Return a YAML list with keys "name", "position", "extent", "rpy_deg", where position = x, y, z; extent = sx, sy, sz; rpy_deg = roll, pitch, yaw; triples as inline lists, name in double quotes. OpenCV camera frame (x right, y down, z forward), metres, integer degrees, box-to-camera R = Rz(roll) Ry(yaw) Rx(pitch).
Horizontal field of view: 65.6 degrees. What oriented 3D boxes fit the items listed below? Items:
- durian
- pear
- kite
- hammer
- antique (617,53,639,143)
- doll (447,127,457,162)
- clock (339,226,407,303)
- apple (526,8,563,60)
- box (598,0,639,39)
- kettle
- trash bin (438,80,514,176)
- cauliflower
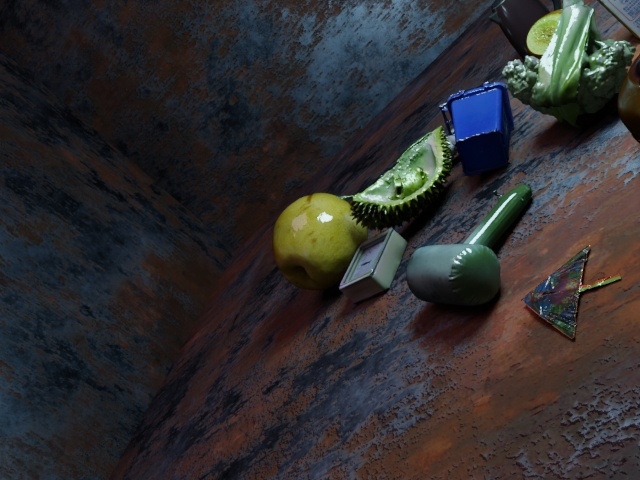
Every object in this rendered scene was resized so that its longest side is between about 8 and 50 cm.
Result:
- name: "durian"
  position: [0.239, -0.147, 1.406]
  extent: [0.355, 0.170, 0.157]
  rpy_deg: [-36, -12, 0]
- name: "pear"
  position: [0.000, 0.000, 1.551]
  extent: [0.314, 0.314, 0.314]
  rpy_deg: [-44, 15, 14]
- name: "kite"
  position: [0.384, 0.079, 0.770]
  extent: [0.159, 0.010, 0.190]
  rpy_deg: [-26, 27, 52]
- name: "hammer"
  position: [0.325, -0.008, 1.003]
  extent: [0.335, 0.119, 0.206]
  rpy_deg: [-46, 15, -19]
- name: "antique"
  position: [0.597, -0.254, 0.794]
  extent: [0.223, 0.129, 0.278]
  rpy_deg: [-21, 32, 56]
- name: "doll"
  position: [0.391, -0.278, 1.525]
  extent: [0.241, 0.099, 0.135]
  rpy_deg: [-40, -23, 25]
- name: "clock"
  position: [0.145, 0.070, 1.366]
  extent: [0.147, 0.071, 0.192]
  rpy_deg: [-31, 22, 48]
- name: "apple"
  position: [0.656, -0.551, 1.347]
  extent: [0.147, 0.163, 0.147]
  rpy_deg: [-123, 33, -64]
- name: "box"
  position: [0.772, -0.612, 1.108]
  extent: [0.265, 0.168, 0.097]
  rpy_deg: [-50, 7, 34]
- name: "kettle"
  position: [0.681, -0.732, 1.614]
  extent: [0.202, 0.232, 0.144]
  rpy_deg: [-41, 16, 21]
- name: "trash bin"
  position: [0.416, -0.292, 1.321]
  extent: [0.183, 0.163, 0.235]
  rpy_deg: [-12, 40, 26]
- name: "cauliflower"
  position: [0.547, -0.402, 1.076]
  extent: [0.256, 0.238, 0.316]
  rpy_deg: [-131, 40, -74]
